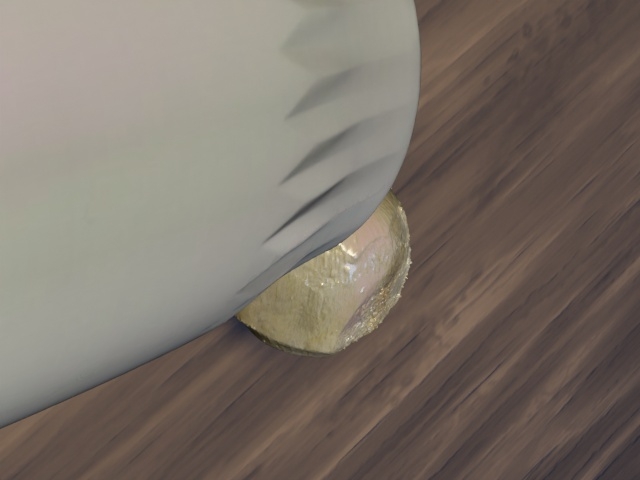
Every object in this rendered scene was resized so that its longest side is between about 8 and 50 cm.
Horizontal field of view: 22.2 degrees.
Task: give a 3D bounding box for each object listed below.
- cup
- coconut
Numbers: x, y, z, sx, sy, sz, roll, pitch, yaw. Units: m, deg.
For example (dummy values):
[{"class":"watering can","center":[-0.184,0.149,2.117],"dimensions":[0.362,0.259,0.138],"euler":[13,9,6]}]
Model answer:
[{"class":"cup","center":[-0.152,-0.052,0.588],"dimensions":[0.371,0.253,0.253],"euler":[-20,130,-47]},{"class":"coconut","center":[0.000,0.000,0.946],"dimensions":[0.110,0.110,0.124],"euler":[-24,140,-40]}]
